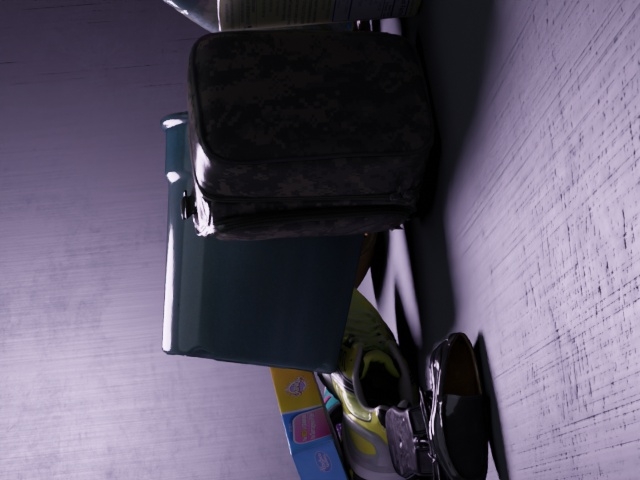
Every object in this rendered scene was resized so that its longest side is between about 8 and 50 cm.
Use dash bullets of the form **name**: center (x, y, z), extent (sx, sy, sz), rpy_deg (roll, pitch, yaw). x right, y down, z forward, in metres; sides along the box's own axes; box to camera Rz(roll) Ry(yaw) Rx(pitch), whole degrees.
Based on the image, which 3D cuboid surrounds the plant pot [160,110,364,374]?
- **plant pot**: center (-0.082, 0.013, 1.977), extent (0.341, 0.341, 0.334), rpy_deg (123, 155, -83)

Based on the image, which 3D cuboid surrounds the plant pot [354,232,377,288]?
- **plant pot**: center (0.000, 0.000, 2.325), extent (0.254, 0.237, 0.237), rpy_deg (145, 120, -68)

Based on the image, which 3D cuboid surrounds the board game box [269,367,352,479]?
- **board game box**: center (0.002, 0.333, 2.085), extent (0.316, 0.064, 0.242), rpy_deg (-113, 3, -69)

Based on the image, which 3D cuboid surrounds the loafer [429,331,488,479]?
- **loafer**: center (0.147, 0.178, 1.464), extent (0.061, 0.062, 0.170), rpy_deg (102, 162, -59)

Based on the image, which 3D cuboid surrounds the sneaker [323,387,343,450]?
- **sneaker**: center (0.052, 0.404, 2.647), extent (0.178, 0.123, 0.296), rpy_deg (-77, -15, -73)

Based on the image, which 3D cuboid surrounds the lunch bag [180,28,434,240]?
- **lunch bag**: center (-0.018, -0.108, 1.715), extent (0.256, 0.305, 0.213), rpy_deg (104, 159, -58)

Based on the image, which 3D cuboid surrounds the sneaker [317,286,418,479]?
- **sneaker**: center (0.077, 0.180, 2.046), extent (0.385, 0.145, 0.147), rpy_deg (-113, 25, -46)

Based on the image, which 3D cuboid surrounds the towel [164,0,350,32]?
- **towel**: center (-0.104, -0.357, 1.877), extent (0.090, 0.320, 0.374), rpy_deg (-49, 38, 22)

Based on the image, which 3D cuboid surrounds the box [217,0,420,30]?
- **box**: center (-0.011, -0.375, 1.630), extent (0.117, 0.243, 0.214), rpy_deg (105, 160, -76)

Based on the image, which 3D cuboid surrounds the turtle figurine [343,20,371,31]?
- **turtle figurine**: center (-0.007, -0.216, 2.111), extent (0.266, 0.197, 0.275), rpy_deg (85, -179, -67)

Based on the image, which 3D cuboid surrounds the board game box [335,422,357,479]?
- **board game box**: center (0.085, 0.415, 2.242), extent (0.347, 0.056, 0.208), rpy_deg (-143, 29, -88)

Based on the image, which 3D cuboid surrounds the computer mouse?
- **computer mouse**: center (0.143, 0.283, 1.720), extent (0.262, 0.060, 0.184), rpy_deg (120, 140, -74)
